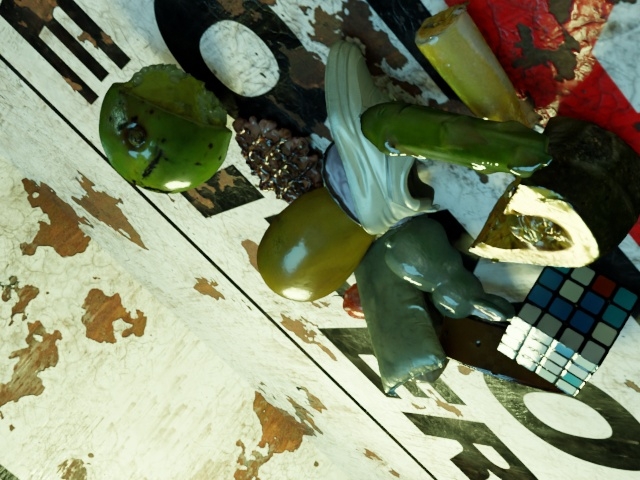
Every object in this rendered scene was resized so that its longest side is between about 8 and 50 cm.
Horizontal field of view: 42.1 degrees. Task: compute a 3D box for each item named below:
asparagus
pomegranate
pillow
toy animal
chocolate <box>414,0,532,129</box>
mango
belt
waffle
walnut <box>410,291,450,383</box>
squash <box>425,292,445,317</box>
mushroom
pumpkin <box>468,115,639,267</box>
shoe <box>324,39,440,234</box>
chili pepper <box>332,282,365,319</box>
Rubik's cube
[{"bbox_3d":[0.187,-0.136,1.117,0.085,0.082,0.343,18,180,-42],"label":"asparagus"},{"bbox_3d":[-0.295,-0.216,1.666,0.260,0.260,0.340,31,-173,17],"label":"pomegranate"},{"bbox_3d":[0.147,0.134,1.610,0.185,0.075,0.302,-39,58,47],"label":"pillow"},{"bbox_3d":[0.225,0.075,1.477,0.251,0.127,0.125,47,155,20],"label":"toy animal"},{"bbox_3d":[0.214,-0.208,1.115,0.219,0.086,0.085,49,154,-24],"label":"chocolate"},{"bbox_3d":[0.000,0.000,1.618,0.317,0.211,0.173,-47,51,39],"label":"mango"},{"bbox_3d":[0.350,0.204,1.547,0.261,0.105,0.184,13,-178,16],"label":"belt"},{"bbox_3d":[-0.077,-0.151,1.676,0.221,0.055,0.234,21,147,37],"label":"waffle"},{"bbox_3d":[0.191,0.193,1.729,0.178,0.178,0.230,91,161,-61],"label":"walnut"},{"bbox_3d":[0.272,0.136,1.664,0.219,0.068,0.077,51,161,-26],"label":"squash"},{"bbox_3d":[0.085,-0.111,1.440,0.188,0.141,0.117,48,-171,-15],"label":"mushroom"},{"bbox_3d":[0.303,-0.066,1.167,0.280,0.139,0.190,4,143,48],"label":"pumpkin"},{"bbox_3d":[0.111,-0.162,1.295,0.159,0.124,0.316,-5,116,18],"label":"shoe"},{"bbox_3d":[0.093,0.142,1.920,0.192,0.084,0.086,7,125,43],"label":"chili pepper"},{"bbox_3d":[0.406,0.139,1.375,0.154,0.151,0.155,32,157,18],"label":"Rubik's cube"}]
